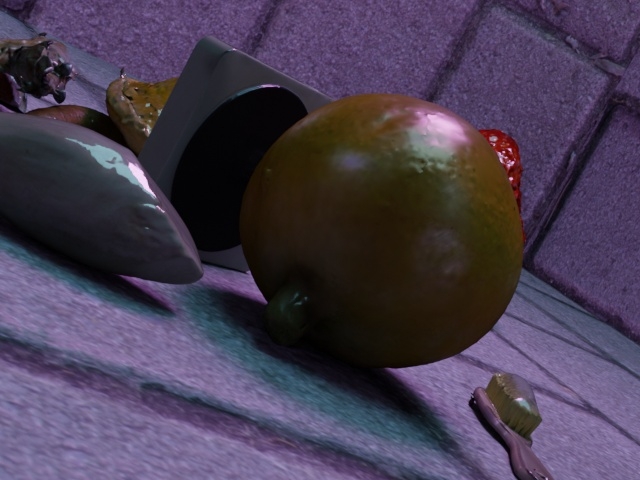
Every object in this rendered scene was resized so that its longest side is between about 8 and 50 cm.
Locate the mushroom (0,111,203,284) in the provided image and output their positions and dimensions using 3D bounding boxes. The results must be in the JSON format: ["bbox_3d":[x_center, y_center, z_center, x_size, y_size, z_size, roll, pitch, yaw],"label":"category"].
[{"bbox_3d":[-0.268,-0.057,1.214,0.350,0.128,0.128,24,7,1],"label":"mushroom"}]

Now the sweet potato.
[{"bbox_3d":[-0.327,-0.136,1.732,0.346,0.079,0.108,21,38,-52],"label":"sweet potato"}]

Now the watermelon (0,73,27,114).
[{"bbox_3d":[-0.532,-0.271,1.916,0.187,0.071,0.139,34,13,37],"label":"watermelon"}]

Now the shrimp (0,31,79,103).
[{"bbox_3d":[-0.462,-0.246,1.728,0.247,0.085,0.360,-10,20,-31],"label":"shrimp"}]

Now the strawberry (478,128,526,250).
[{"bbox_3d":[0.282,-0.054,2.369,0.267,0.351,0.312,21,12,4],"label":"strawberry"}]

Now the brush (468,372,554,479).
[{"bbox_3d":[0.238,0.219,1.434,0.072,0.067,0.313,29,9,-7],"label":"brush"}]

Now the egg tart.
[{"bbox_3d":[-0.165,-0.131,1.754,0.341,0.132,0.341,47,6,-6],"label":"egg tart"}]

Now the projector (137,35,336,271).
[{"bbox_3d":[-0.119,-0.102,1.517,0.079,0.259,0.257,33,8,34],"label":"projector"}]

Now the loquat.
[{"bbox_3d":[0.052,0.002,1.372,0.328,0.328,0.359,32,48,23],"label":"loquat"}]
